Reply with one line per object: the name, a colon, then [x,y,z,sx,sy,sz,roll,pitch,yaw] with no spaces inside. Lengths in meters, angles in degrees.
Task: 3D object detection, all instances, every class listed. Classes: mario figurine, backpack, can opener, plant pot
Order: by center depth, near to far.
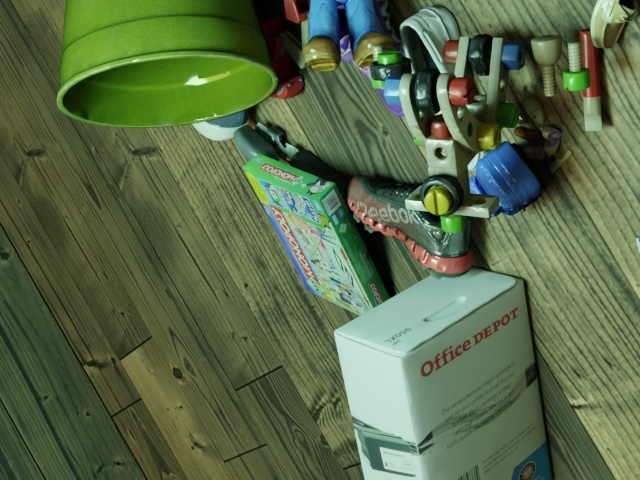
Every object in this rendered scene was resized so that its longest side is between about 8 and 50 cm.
backpack: [0.267,-0.083,1.736,0.098,0.101,0.120,50,179,9]
mario figurine: [0.017,-0.419,1.740,0.170,0.198,0.321,-19,77,47]
plant pot: [-0.273,-0.412,2.023,0.366,0.366,0.353,-24,70,56]
can opener: [-0.042,-0.118,2.165,0.280,0.093,0.074,36,138,25]

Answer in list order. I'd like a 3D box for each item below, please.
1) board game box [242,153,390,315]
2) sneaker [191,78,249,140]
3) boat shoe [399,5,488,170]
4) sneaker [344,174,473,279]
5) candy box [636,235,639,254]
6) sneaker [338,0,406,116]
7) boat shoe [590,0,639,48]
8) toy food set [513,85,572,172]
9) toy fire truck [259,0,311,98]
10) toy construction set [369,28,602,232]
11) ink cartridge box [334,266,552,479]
board game box: [0.000,0.000,2.134,0.213,0.046,0.317,23,149,45]
sneaker: [-0.258,-0.335,2.268,0.350,0.131,0.148,34,131,26]
boat shoe: [0.179,-0.218,1.801,0.095,0.084,0.258,-6,108,54]
sneaker: [0.147,-0.055,1.951,0.276,0.097,0.135,37,132,38]
candy box: [0.536,0.059,1.542,0.233,0.071,0.159,4,117,51]
sneaker: [0.074,-0.296,1.867,0.095,0.104,0.236,-16,102,54]
boat shoe: [0.379,-0.298,1.513,0.045,0.050,0.135,41,141,36]
toy food set: [0.308,-0.156,1.734,0.122,0.019,0.078,53,145,12]
toy fire truck: [-0.052,-0.332,2.055,0.135,0.047,0.192,17,126,47]
toy construction set: [0.230,-0.146,1.621,0.257,0.308,0.237,-82,-17,-70]
ink cartridge box: [0.206,0.273,1.935,0.166,0.285,0.395,15,125,47]
